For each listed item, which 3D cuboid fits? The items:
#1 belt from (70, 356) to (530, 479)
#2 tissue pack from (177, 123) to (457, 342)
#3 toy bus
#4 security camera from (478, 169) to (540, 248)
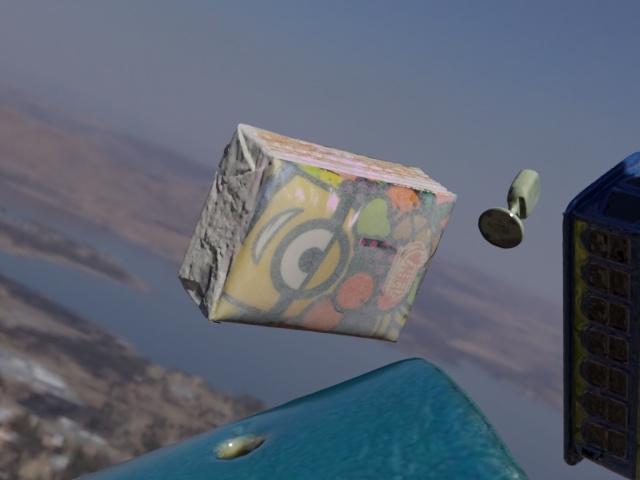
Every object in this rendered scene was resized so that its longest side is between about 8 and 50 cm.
[{"bbox_3d":[0.044,0.235,0.394,0.300,0.173,0.436,76,-6,-45],"label":"belt"},{"bbox_3d":[0.000,0.000,0.878,0.148,0.108,0.060,11,21,-37],"label":"tissue pack"},{"bbox_3d":[0.313,0.085,1.269,0.175,0.287,0.138,19,38,36],"label":"toy bus"},{"bbox_3d":[0.220,-0.039,1.614,0.058,0.058,0.092,24,45,15],"label":"security camera"}]
